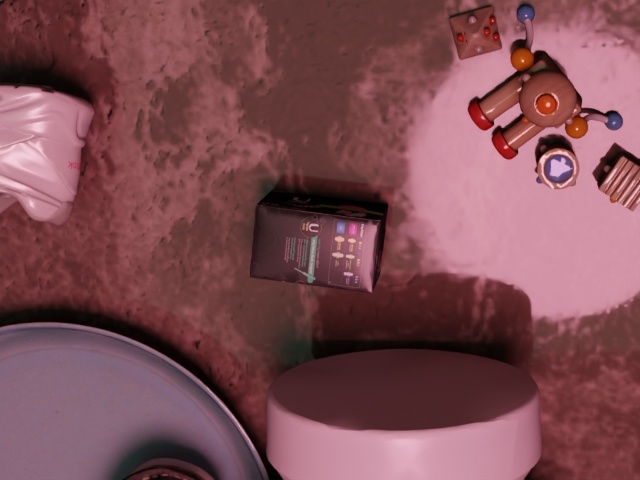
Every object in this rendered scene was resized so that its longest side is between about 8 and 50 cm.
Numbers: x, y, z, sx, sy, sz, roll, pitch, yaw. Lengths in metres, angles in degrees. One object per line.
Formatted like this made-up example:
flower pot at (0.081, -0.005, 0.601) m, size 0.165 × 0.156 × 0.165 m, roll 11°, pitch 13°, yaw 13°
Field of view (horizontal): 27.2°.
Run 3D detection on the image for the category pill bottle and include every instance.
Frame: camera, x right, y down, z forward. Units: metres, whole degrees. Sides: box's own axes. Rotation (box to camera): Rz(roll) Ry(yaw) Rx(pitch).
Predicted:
pill bottle at (0.054, 0.267, 0.868) m, size 0.210 × 0.210 × 0.362 m, roll 0°, pitch 102°, yaw 8°

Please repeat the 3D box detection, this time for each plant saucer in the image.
plant saucer at (-0.182, 0.208, 0.973) m, size 0.318 × 0.043 × 0.317 m, roll 2°, pitch 102°, yaw 8°

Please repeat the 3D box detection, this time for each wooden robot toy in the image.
wooden robot toy at (0.142, -0.079, 0.845) m, size 0.076 × 0.079 × 0.173 m, roll -40°, pitch 94°, yaw 14°

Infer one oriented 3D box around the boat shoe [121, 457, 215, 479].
boat shoe at (-0.151, 0.312, 0.920) m, size 0.112 × 0.095 × 0.335 m, roll 18°, pitch 104°, yaw 3°

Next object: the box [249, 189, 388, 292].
box at (0.000, 0.000, 0.890) m, size 0.083 × 0.062 × 0.052 m, roll 7°, pitch 102°, yaw 6°

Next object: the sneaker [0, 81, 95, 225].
sneaker at (-0.271, -0.050, 0.890) m, size 0.232 × 0.090 × 0.115 m, roll 3°, pitch 86°, yaw 8°
